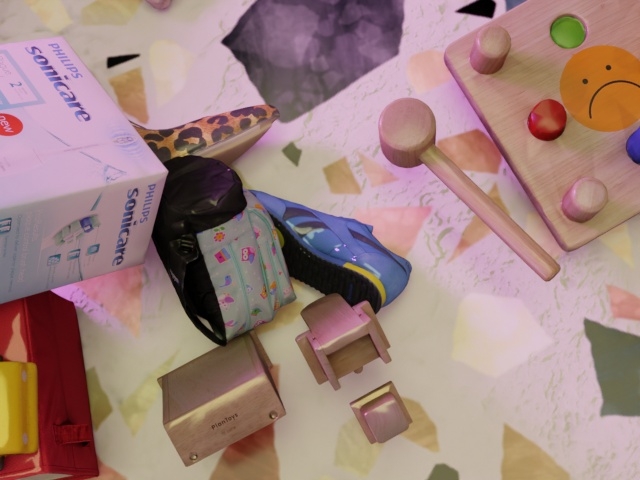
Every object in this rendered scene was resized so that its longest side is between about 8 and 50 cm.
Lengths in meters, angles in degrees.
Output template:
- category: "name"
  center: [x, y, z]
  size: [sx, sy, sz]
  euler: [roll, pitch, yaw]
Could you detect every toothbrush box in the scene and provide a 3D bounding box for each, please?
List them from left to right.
- category: "toothbrush box"
  center: [-0.321, -0.056, 0.920]
  size: [0.295, 0.126, 0.216]
  euler: [-15, 53, -37]

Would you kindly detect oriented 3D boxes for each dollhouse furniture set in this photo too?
- category: "dollhouse furniture set"
  center: [-0.015, 0.275, 1.036]
  size: [0.303, 0.174, 0.356]
  euler: [-28, 102, -4]

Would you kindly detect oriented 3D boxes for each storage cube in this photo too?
- category: "storage cube"
  center: [-0.339, 0.152, 1.009]
  size: [0.214, 0.184, 0.193]
  euler: [-12, 76, 0]

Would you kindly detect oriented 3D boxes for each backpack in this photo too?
- category: "backpack"
  center: [-0.101, 0.014, 1.034]
  size: [0.115, 0.152, 0.182]
  euler: [-24, 121, -12]

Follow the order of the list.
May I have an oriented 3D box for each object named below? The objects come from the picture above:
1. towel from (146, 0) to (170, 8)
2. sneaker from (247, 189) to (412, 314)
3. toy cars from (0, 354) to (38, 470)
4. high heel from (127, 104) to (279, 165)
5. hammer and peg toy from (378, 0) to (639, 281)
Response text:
- category: "towel"
  center: [-0.199, -0.483, 1.197]
  size: [0.332, 0.053, 0.317]
  euler: [43, 89, 11]
- category: "sneaker"
  center: [0.000, 0.000, 1.096]
  size: [0.209, 0.069, 0.082]
  euler: [31, 48, 17]
- category: "toy cars"
  center: [-0.423, 0.088, 0.890]
  size: [0.393, 0.087, 0.176]
  euler: [35, 80, 11]
- category: "high heel"
  center: [-0.190, -0.144, 1.113]
  size: [0.261, 0.093, 0.186]
  euler: [-24, 79, 3]
- category: "hammer and peg toy"
  center: [0.253, -0.121, 1.073]
  size: [0.361, 0.127, 0.266]
  euler: [-30, 80, -4]
